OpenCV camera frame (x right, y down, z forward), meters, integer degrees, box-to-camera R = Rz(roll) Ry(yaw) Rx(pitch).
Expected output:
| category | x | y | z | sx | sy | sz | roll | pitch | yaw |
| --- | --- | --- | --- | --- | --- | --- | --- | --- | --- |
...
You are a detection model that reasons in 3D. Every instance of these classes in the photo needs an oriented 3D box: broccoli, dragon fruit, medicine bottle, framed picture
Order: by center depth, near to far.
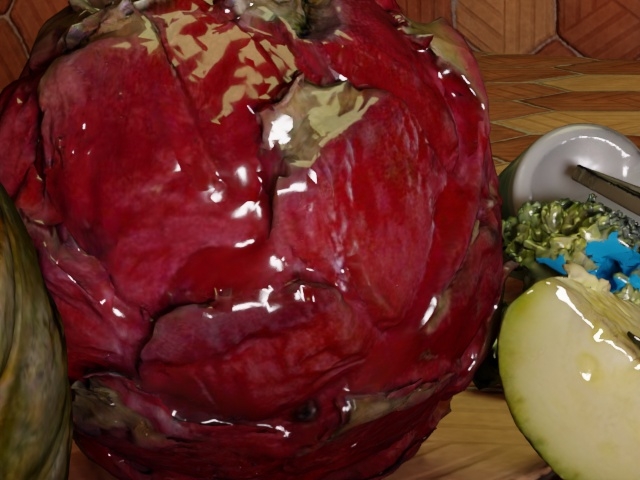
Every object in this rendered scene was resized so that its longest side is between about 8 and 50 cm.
| category | x | y | z | sx | sy | sz | roll | pitch | yaw |
| --- | --- | --- | --- | --- | --- | --- | --- | --- | --- |
| dragon fruit | -0.046 | -0.006 | 1.042 | 0.329 | 0.329 | 0.329 | -1 | 11 | 0 |
| framed picture | 0.292 | 0.006 | 1.259 | 0.184 | 0.016 | 0.250 | 19 | 8 | -19 |
| broccoli | 0.170 | 0.047 | 1.272 | 0.160 | 0.167 | 0.154 | -34 | -12 | -18 |
| medicine bottle | 0.192 | -0.022 | 1.550 | 0.110 | 0.110 | 0.352 | -2 | -4 | -2 |

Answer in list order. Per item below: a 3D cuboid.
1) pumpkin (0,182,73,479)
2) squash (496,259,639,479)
| category | x | y | z | sx | sy | sz | roll | pitch | yaw |
| --- | --- | --- | --- | --- | --- | --- | --- | --- | --- |
| pumpkin | -0.265 | 0.060 | 0.851 | 0.303 | 0.225 | 0.256 | 2 | 34 | -9 |
| squash | 0.176 | 0.075 | 1.121 | 0.169 | 0.093 | 0.252 | 44 | 15 | -1 |
